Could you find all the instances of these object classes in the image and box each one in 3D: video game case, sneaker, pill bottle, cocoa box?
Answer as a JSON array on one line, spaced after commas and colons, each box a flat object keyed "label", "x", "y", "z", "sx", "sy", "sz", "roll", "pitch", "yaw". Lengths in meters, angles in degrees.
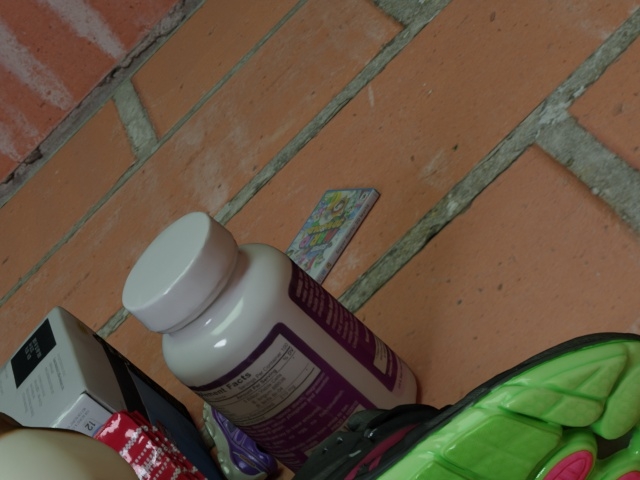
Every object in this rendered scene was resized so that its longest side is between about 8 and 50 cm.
[{"label": "video game case", "x": 0.000, "y": 0.000, "z": 1.896, "sx": 0.119, "sy": 0.015, "sz": 0.166, "roll": 1, "pitch": 53, "yaw": 58}, {"label": "sneaker", "x": -0.086, "y": 0.229, "z": 1.663, "sx": 0.071, "sy": 0.068, "sz": 0.170, "roll": -31, "pitch": 34, "yaw": 0}, {"label": "pill bottle", "x": -0.054, "y": 0.110, "z": 1.480, "sx": 0.169, "sy": 0.301, "sz": 0.169, "roll": -36, "pitch": 27, "yaw": 22}, {"label": "sneaker", "x": 0.095, "y": 0.199, "z": 1.257, "sx": 0.482, "sy": 0.185, "sz": 0.202, "roll": -34, "pitch": 32, "yaw": 24}, {"label": "cocoa box", "x": -0.277, "y": 0.266, "z": 1.664, "sx": 0.231, "sy": 0.228, "sz": 0.347, "roll": -49, "pitch": 20, "yaw": -1}]

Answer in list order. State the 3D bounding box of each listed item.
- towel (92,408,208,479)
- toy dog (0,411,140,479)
[{"label": "towel", "x": -0.165, "y": 0.326, "z": 1.432, "sx": 0.199, "sy": 0.275, "sz": 0.031, "roll": -48, "pitch": -16, "yaw": -1}, {"label": "toy dog", "x": -0.291, "y": 0.344, "z": 1.202, "sx": 0.284, "sy": 0.395, "sz": 0.408, "roll": 28, "pitch": 86, "yaw": 40}]
